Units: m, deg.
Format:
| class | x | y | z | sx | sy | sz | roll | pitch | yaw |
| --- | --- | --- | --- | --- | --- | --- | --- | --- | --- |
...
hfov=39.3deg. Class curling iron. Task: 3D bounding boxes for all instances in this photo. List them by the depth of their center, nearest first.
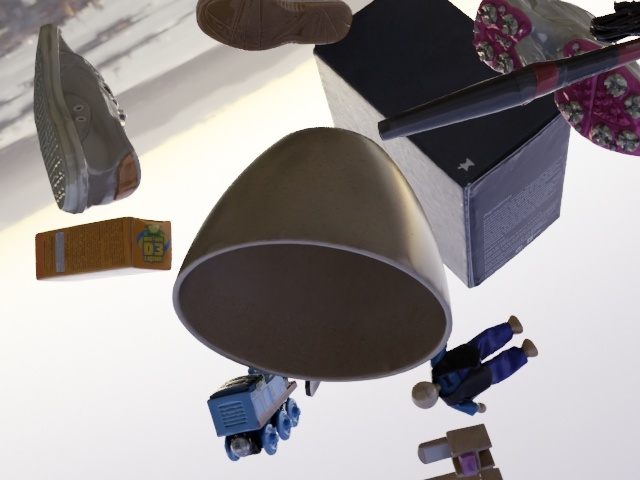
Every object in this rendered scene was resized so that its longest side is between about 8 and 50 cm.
| class | x | y | z | sx | sy | sz | roll | pitch | yaw |
| --- | --- | --- | --- | --- | --- | --- | --- | --- | --- |
| curling iron | 0.178 | -0.140 | 0.769 | 0.274 | 0.035 | 0.068 | -24 | -145 | -1 |

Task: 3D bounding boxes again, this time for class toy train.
| class | x | y | z | sx | sy | sz | roll | pitch | yaw |
| --- | --- | --- | --- | --- | --- | --- | --- | --- | --- |
| toy train | -0.084 | 0.224 | 1.208 | 0.080 | 0.105 | 0.184 | -13 | -174 | 18 |

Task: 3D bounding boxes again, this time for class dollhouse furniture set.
| class | x | y | z | sx | sy | sz | roll | pitch | yaw |
| --- | --- | --- | --- | --- | --- | --- | --- | --- | --- |
| dollhouse furniture set | 0.237 | 0.531 | 1.511 | 0.198 | 0.286 | 0.303 | -16 | -137 | 2 |

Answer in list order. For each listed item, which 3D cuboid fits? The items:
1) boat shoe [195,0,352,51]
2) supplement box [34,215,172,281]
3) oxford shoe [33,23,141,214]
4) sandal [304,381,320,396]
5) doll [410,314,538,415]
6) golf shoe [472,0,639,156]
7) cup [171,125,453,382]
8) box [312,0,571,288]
| class | x | y | z | sx | sy | sz | roll | pitch | yaw |
| --- | --- | --- | --- | --- | --- | --- | --- | --- | --- |
| boat shoe | -0.086 | -0.369 | 1.454 | 0.277 | 0.098 | 0.096 | -4 | -143 | -33 |
| supplement box | -0.318 | 0.015 | 1.299 | 0.234 | 0.080 | 0.078 | -10 | 170 | 40 |
| oxford shoe | -0.379 | -0.197 | 1.421 | 0.130 | 0.169 | 0.449 | -6 | -139 | -23 |
| sandal | 0.026 | 0.168 | 1.370 | 0.040 | 0.067 | 0.179 | 16 | -137 | 22 |
| doll | 0.198 | 0.169 | 1.208 | 0.189 | 0.129 | 0.046 | -28 | 173 | -21 |
| golf shoe | 0.324 | -0.216 | 1.074 | 0.140 | 0.306 | 0.115 | -23 | 144 | -28 |
| cup | 0.000 | 0.000 | 1.121 | 0.331 | 0.331 | 0.236 | -21 | -133 | 34 |
| box | 0.267 | -0.224 | 1.950 | 0.297 | 0.480 | 0.471 | -39 | 153 | -8 |
